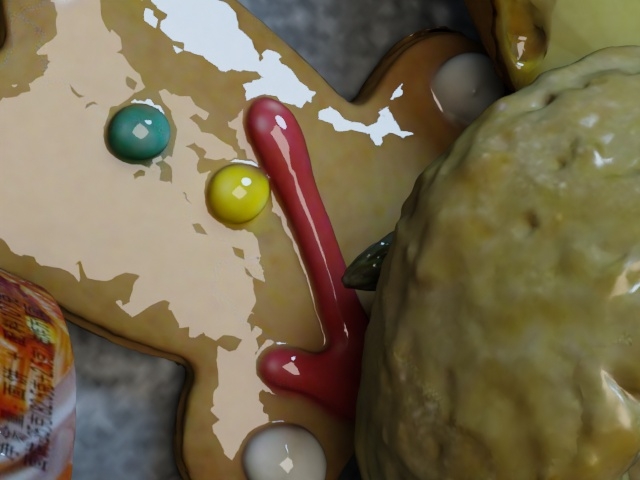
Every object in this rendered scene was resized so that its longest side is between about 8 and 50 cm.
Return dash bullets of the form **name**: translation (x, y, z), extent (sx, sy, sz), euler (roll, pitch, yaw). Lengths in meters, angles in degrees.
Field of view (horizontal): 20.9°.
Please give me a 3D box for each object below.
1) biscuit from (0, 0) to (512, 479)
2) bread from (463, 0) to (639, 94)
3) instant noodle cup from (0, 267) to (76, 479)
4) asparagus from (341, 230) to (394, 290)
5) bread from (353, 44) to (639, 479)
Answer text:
- **biscuit**: translation (0.000, 0.000, 0.663), extent (0.340, 0.047, 0.216), euler (36, 78, -14)
- **bread**: translation (0.139, -0.162, 0.661), extent (0.204, 0.162, 0.262), euler (2, 109, -20)
- **instant noodle cup**: translation (-0.200, 0.076, 0.502), extent (0.192, 0.250, 0.250), euler (21, 81, -27)
- **asparagus**: translation (0.111, -0.011, 0.672), extent (0.236, 0.034, 0.027), euler (-11, 65, -32)
- **bread**: translation (0.132, 0.056, 0.608), extent (0.244, 0.134, 0.244), euler (-9, 112, -24)
